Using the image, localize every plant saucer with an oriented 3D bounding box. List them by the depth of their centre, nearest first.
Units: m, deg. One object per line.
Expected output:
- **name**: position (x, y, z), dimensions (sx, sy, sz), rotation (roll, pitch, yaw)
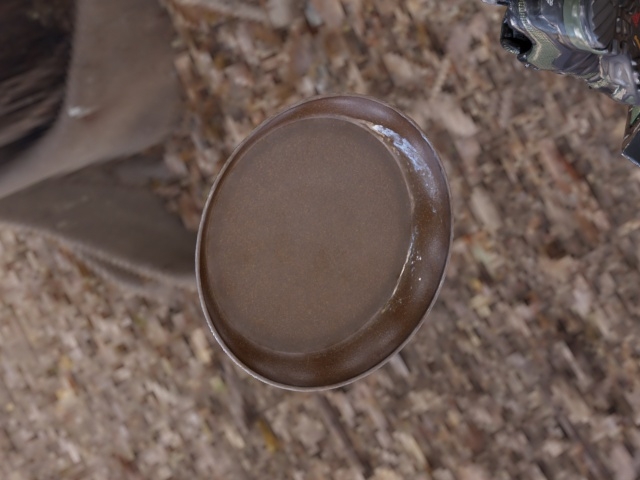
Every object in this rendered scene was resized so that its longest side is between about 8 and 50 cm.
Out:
- **plant saucer**: position (0.000, 0.000, 1.600), dimensions (0.050, 0.310, 0.310), rotation (19, 131, 56)

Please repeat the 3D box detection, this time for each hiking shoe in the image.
- **hiking shoe**: position (0.206, -0.168, 1.243), dimensions (0.114, 0.086, 0.227), rotation (13, 174, 25)

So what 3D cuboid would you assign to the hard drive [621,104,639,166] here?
- **hard drive**: position (0.450, -0.212, 1.834), dimensions (0.064, 0.339, 0.237), rotation (34, 109, 1)
